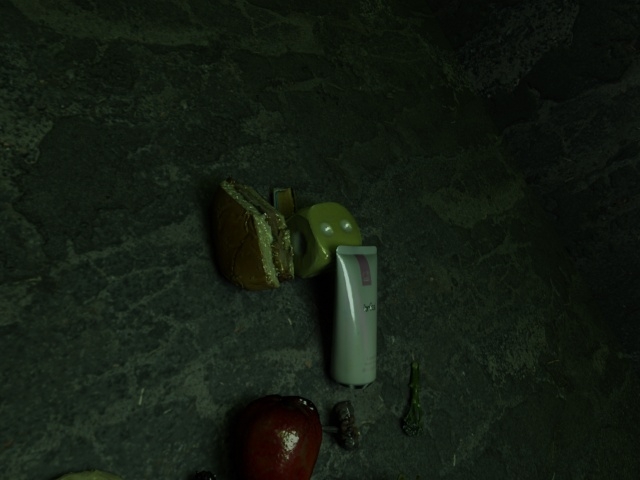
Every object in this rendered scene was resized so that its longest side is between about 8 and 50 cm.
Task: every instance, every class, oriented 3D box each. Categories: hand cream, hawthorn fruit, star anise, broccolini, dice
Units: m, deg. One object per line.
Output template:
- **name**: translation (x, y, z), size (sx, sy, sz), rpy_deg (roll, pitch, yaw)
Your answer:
- **hand cream**: translation (0.093, 0.192, 1.110), size (0.185, 0.118, 0.359), rpy_deg (1, 92, -49)
- **hawthorn fruit**: translation (-0.095, 0.445, 0.876), size (0.189, 0.189, 0.252), rpy_deg (28, 60, -25)
- **star anise**: translation (-0.011, 0.489, 1.027), size (0.227, 0.218, 0.148), rpy_deg (-10, 107, -1)
- **broccolini**: translation (0.266, 0.458, 1.251), size (0.067, 0.058, 0.216), rpy_deg (72, 20, -47)
- **dice**: translation (0.000, 0.000, 1.184), size (0.169, 0.166, 0.169), rpy_deg (-10, 75, -41)

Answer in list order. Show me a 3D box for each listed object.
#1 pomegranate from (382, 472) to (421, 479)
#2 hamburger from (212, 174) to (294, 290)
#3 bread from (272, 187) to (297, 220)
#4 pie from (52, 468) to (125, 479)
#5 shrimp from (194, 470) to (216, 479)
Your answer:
- **pomegranate**: translation (0.239, 0.725, 0.993), size (0.231, 0.231, 0.286), rpy_deg (38, 19, -17)
- **hamburger**: translation (-0.173, -0.005, 1.058), size (0.282, 0.245, 0.155), rpy_deg (27, 7, 27)
- **bread**: translation (-0.104, -0.100, 1.232), size (0.072, 0.053, 0.106), rpy_deg (-2, 63, -7)
- **pie**: translation (-0.410, 0.481, 0.691), size (0.185, 0.052, 0.218), rpy_deg (42, 46, -7)
- **shrimp**: translation (-0.269, 0.601, 0.735), size (0.233, 0.071, 0.365), rpy_deg (16, 64, -26)
